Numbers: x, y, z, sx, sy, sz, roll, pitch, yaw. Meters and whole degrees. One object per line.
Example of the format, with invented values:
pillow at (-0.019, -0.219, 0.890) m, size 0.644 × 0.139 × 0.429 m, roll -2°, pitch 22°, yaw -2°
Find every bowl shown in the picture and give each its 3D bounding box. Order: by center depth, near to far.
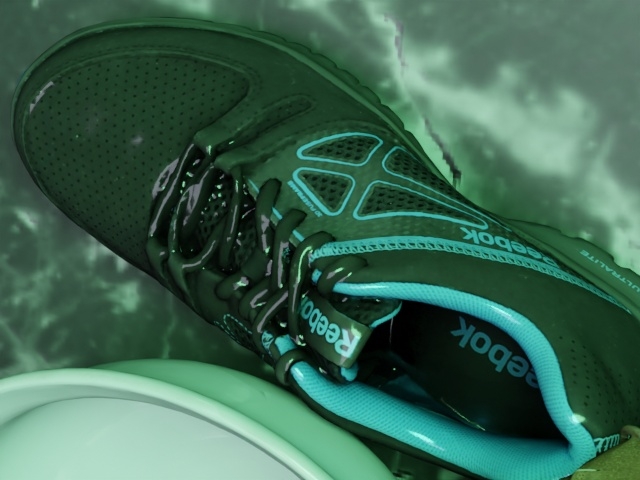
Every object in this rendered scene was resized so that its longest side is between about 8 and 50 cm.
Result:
bowl at (-0.052, 0.169, 0.874) m, size 0.298 × 0.134 × 0.298 m, roll 10°, pitch 115°, yaw 22°

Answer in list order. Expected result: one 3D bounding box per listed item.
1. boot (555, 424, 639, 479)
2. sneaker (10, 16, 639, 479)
boot at (0.126, 0.112, 0.714) m, size 0.305 × 0.115 × 0.112 m, roll -3°, pitch 142°, yaw 7°
sneaker at (0.000, 0.000, 0.832) m, size 0.341 × 0.139 × 0.125 m, roll 26°, pitch 108°, yaw 15°
